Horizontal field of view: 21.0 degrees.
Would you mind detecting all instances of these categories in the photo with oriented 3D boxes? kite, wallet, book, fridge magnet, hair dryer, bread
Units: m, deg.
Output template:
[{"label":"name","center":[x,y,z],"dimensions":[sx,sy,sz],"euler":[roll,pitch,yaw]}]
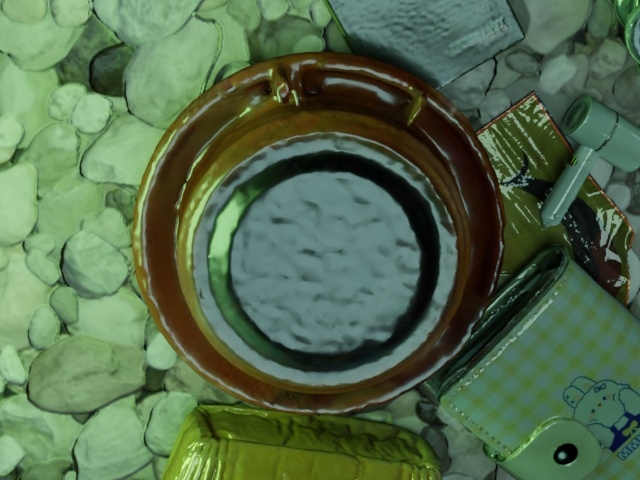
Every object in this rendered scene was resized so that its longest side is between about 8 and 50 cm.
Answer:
[{"label":"kite","center":[0.165,0.029,1.774],"dimensions":[0.327,0.013,0.378],"euler":[2,110,-8]},{"label":"wallet","center":[0.277,0.170,1.806],"dimensions":[0.309,0.077,0.223],"euler":[41,97,-24]},{"label":"book","center":[0.081,-0.251,1.654],"dimensions":[0.160,0.024,0.228],"euler":[-29,111,3]},{"label":"fridge magnet","center":[0.000,0.000,1.659],"dimensions":[0.363,0.155,0.364],"euler":[-1,105,-3]},{"label":"hair dryer","center":[0.263,-0.067,1.724],"dimensions":[0.082,0.047,0.137],"euler":[31,92,-19]},{"label":"bread","center":[-0.017,0.249,1.752],"dimensions":[0.288,0.152,0.119],"euler":[9,102,-12]}]

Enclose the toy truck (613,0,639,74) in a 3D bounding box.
[{"label":"toy truck","center":[0.390,-0.327,1.575],"dimensions":[0.206,0.173,0.388],"euler":[4,111,3]}]
